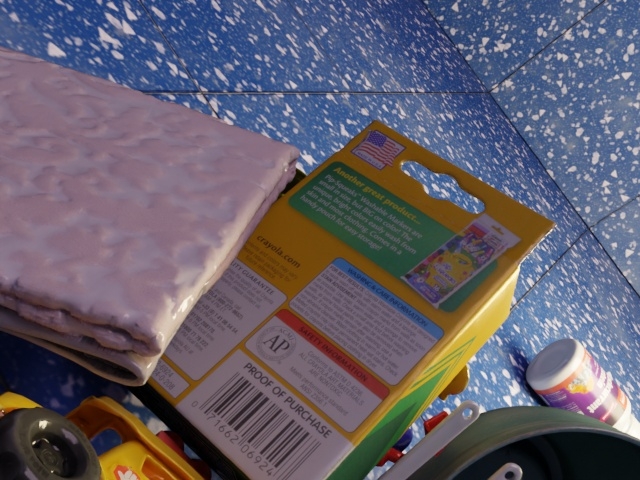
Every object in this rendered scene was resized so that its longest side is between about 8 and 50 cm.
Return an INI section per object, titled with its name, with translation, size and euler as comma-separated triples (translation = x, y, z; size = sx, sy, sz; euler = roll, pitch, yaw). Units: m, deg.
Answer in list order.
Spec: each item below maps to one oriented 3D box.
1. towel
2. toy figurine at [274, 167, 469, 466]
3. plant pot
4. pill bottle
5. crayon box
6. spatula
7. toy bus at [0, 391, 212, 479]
[towel]
translation = -0.209, -0.051, 0.586
size = 0.331, 0.053, 0.317
euler = 20, 31, 3
[toy figurine]
translation = -0.005, 0.116, 0.814
size = 0.362, 0.191, 0.217
euler = 53, -12, 34
[plant pot]
translation = 0.192, 0.282, 0.754
size = 0.293, 0.293, 0.196
euler = 47, 2, -10
[pill bottle]
translation = 0.440, 0.264, 1.298
size = 0.193, 0.108, 0.108
euler = 47, 28, -10
[crayon box]
translation = 0.017, 0.057, 0.654
size = 0.203, 0.083, 0.323
euler = 35, 63, 27
[spatula]
translation = 0.073, 0.250, 0.628
size = 0.168, 0.242, 0.019
euler = 48, 4, -4
[toy bus]
translation = -0.145, 0.172, 0.493
size = 0.220, 0.149, 0.211
euler = 46, 14, -8
